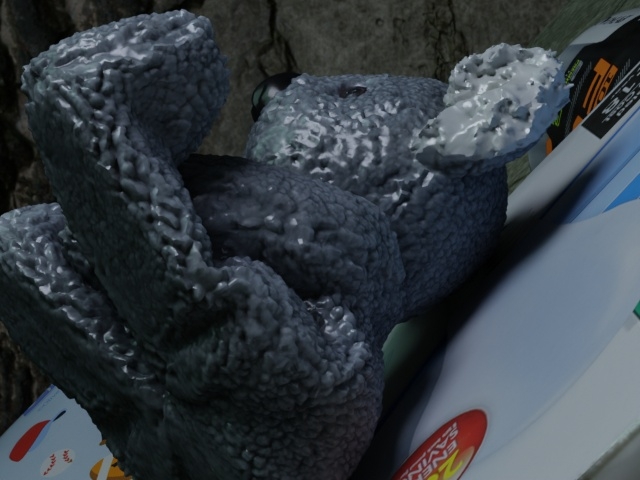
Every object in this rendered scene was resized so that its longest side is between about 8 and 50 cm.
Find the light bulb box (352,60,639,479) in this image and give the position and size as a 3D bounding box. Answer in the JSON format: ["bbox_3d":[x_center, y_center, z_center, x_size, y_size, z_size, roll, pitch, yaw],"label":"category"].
[{"bbox_3d":[0.196,0.064,0.676,0.358,0.225,0.361,-47,8,7],"label":"light bulb box"}]

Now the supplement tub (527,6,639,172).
[{"bbox_3d":[0.256,-0.057,1.033,0.193,0.193,0.316,-47,8,-1],"label":"supplement tub"}]

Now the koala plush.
[{"bbox_3d":[0.000,0.000,0.723,0.221,0.203,0.196,-29,-17,-33],"label":"koala plush"}]

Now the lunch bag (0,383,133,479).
[{"bbox_3d":[-0.136,0.295,1.179,0.328,0.239,0.385,-48,31,-15],"label":"lunch bag"}]
